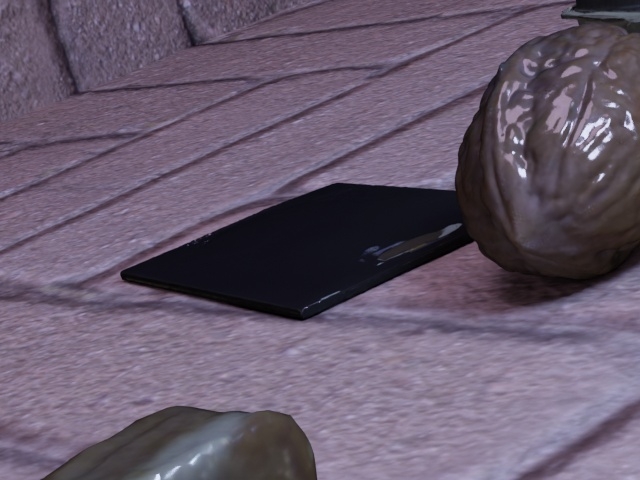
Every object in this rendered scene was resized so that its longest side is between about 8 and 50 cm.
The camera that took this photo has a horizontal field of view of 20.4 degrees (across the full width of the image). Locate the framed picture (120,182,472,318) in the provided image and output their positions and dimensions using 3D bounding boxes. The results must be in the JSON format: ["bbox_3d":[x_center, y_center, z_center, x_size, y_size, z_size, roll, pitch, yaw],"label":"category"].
[{"bbox_3d":[0.000,0.000,1.521,0.244,0.013,0.324,-24,17,-27],"label":"framed picture"}]

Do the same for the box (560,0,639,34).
[{"bbox_3d":[0.390,-0.242,1.684,0.290,0.166,0.220,-20,14,-18],"label":"box"}]

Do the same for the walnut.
[{"bbox_3d":[0.182,-0.060,1.256,0.178,0.178,0.230,-6,29,35],"label":"walnut"}]

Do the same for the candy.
[{"bbox_3d":[-0.101,0.160,0.855,0.104,0.102,0.234,-2,18,44],"label":"candy"}]
